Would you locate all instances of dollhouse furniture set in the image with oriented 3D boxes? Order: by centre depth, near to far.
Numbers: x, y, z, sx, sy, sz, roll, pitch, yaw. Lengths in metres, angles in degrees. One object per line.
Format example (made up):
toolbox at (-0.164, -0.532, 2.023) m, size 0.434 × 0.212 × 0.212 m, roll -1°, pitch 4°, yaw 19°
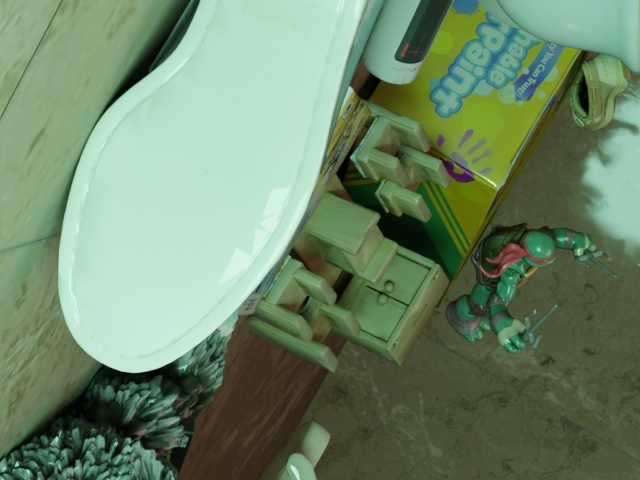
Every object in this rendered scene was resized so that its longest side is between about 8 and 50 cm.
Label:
dollhouse furniture set at (0.000, 0.000, 1.765) m, size 0.212 × 0.161 × 0.242 m, roll -58°, pitch 152°, yaw -13°

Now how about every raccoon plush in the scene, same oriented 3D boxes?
raccoon plush at (-0.077, 0.234, 1.255) m, size 0.446 × 0.299 × 0.216 m, roll -57°, pitch 174°, yaw -23°

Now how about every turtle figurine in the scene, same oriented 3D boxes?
turtle figurine at (0.218, 0.034, 2.069) m, size 0.175 × 0.118 × 0.234 m, roll -41°, pitch -176°, yaw -22°

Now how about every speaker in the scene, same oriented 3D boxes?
speaker at (0.081, -0.199, 1.635) m, size 0.055 × 0.055 × 0.136 m, roll -53°, pitch 172°, yaw -49°

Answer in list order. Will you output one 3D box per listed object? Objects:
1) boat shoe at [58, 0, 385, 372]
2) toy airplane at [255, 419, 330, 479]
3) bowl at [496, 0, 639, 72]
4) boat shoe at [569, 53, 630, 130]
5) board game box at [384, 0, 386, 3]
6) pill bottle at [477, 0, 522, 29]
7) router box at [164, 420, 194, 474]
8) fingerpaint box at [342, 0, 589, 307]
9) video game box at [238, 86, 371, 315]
boat shoe at (-0.032, -0.079, 0.986) m, size 0.319 × 0.116 × 0.099 m, roll -66°, pitch 169°, yaw 10°
toy airplane at (-0.121, 0.367, 1.681) m, size 0.386 × 0.272 × 0.384 m, roll -62°, pitch 174°, yaw 17°
bowl at (0.151, -0.260, 1.282) m, size 0.298 × 0.134 × 0.297 m, roll 0°, pitch 90°, yaw -80°
boat shoe at (0.270, -0.149, 1.928) m, size 0.153 × 0.048 × 0.056 m, roll 113°, pitch -36°, yaw -75°
board game box at (0.039, -0.193, 1.476) m, size 0.090 × 0.020 × 0.090 m, roll -58°, pitch 174°, yaw -6°
pill bottle at (0.208, -0.302, 1.588) m, size 0.176 × 0.176 × 0.318 m, roll -57°, pitch 173°, yaw -21°
router box at (-0.122, 0.133, 1.484) m, size 0.122 × 0.038 × 0.092 m, roll 113°, pitch -18°, yaw -55°
fingerpaint box at (0.193, -0.199, 2.045) m, size 0.445 × 0.163 × 0.371 m, roll -57°, pitch 175°, yaw -19°
video game box at (-0.033, -0.034, 1.534) m, size 0.205 × 0.048 × 0.187 m, roll -60°, pitch 177°, yaw 2°
